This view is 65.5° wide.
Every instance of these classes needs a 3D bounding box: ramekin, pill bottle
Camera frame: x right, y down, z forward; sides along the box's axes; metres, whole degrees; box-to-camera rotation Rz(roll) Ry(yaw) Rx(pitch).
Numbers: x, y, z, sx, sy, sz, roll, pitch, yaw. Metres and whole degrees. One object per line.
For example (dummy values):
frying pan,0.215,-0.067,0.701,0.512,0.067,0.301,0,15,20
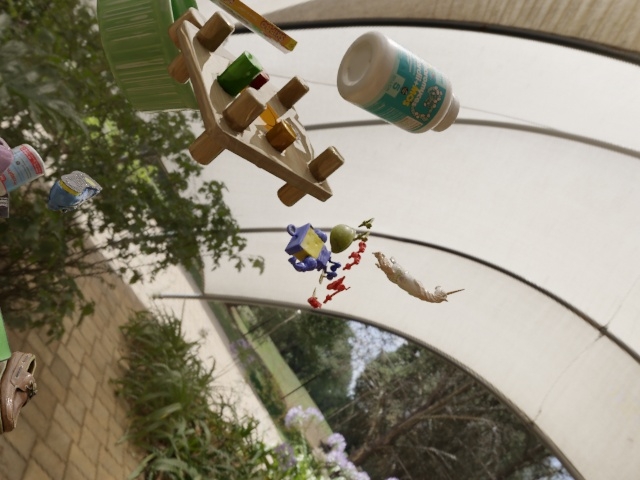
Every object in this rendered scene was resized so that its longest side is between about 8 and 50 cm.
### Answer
ramekin,-0.339,-0.414,1.045,0.303,0.148,0.303,-9,90,-88
pill bottle,0.174,-0.315,1.042,0.264,0.146,0.146,15,20,-35
pill bottle,-0.759,-0.161,1.194,0.087,0.160,0.087,25,-42,25

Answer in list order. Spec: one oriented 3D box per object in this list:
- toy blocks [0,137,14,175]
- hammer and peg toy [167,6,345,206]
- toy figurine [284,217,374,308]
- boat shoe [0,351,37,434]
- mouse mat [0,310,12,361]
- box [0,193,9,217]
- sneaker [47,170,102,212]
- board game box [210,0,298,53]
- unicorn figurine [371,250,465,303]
toy blocks,-0.587,-0.091,0.633,0.288,0.309,0.260,38,-1,-20
hammer and peg toy,-0.110,-0.237,0.806,0.266,0.127,0.361,25,35,-49
toy figurine,0.000,0.000,1.512,0.217,0.362,0.191,41,-45,-16
boat shoe,-0.894,0.431,1.463,0.307,0.104,0.111,51,-46,49
mouse mat,-0.773,0.191,1.117,0.152,0.007,0.190,5,67,-81
box,-0.833,-0.136,1.238,0.116,0.029,0.162,-9,103,-74
sneaker,-0.592,-0.113,1.190,0.069,0.082,0.209,40,5,-12
board game box,-0.180,-0.559,1.247,0.259,0.039,0.124,33,8,-19
unicorn figurine,0.173,0.078,0.955,0.162,0.060,0.111,19,10,-20
